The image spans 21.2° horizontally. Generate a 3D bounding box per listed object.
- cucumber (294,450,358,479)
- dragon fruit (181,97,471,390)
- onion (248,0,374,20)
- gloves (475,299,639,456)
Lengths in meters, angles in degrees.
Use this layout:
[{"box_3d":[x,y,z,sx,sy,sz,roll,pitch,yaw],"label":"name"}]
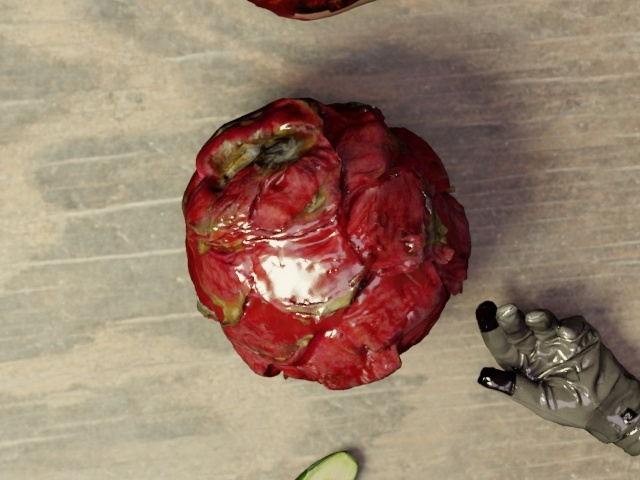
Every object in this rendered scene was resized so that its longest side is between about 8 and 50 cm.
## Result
[{"box_3d":[-0.003,0.289,2.020,0.107,0.035,0.067,-46,117,-1],"label":"cucumber"},{"box_3d":[-0.001,-0.003,1.853,0.329,0.329,0.329,-1,96,-7],"label":"dragon fruit"},{"box_3d":[-0.003,-0.378,1.879,0.272,0.195,0.272,-13,138,-12],"label":"onion"},{"box_3d":[0.286,0.159,2.001,0.285,0.119,0.142,41,79,-23],"label":"gloves"}]
